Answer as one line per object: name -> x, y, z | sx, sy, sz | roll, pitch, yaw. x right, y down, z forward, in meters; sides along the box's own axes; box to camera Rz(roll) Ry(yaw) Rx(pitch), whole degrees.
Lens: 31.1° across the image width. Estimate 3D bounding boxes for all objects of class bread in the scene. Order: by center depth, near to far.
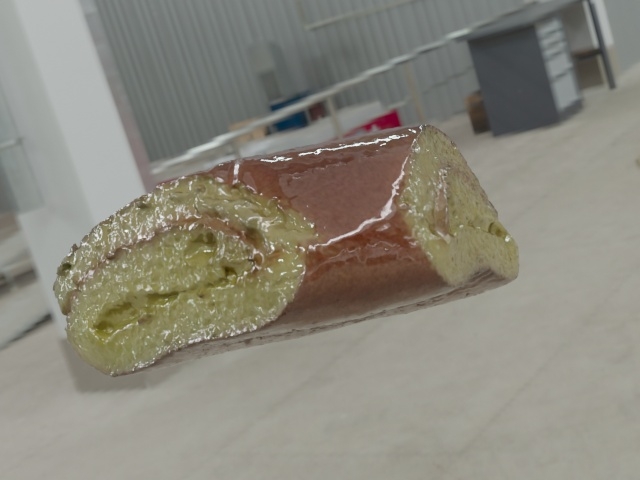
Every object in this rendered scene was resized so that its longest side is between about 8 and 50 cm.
bread -> 0.000, -0.001, 0.427 | 0.192, 0.067, 0.119 | -12, -7, -16
